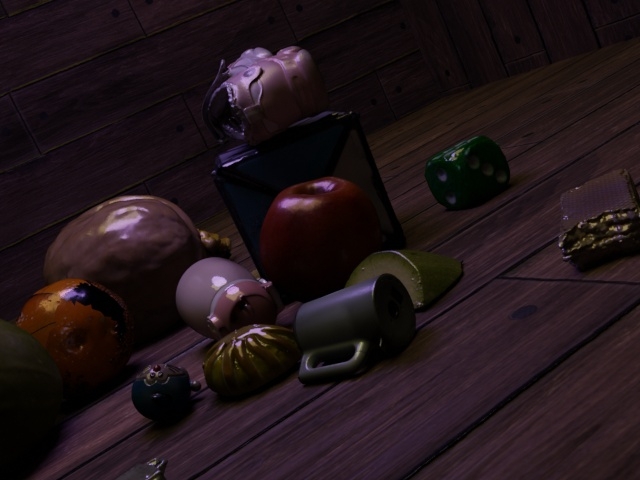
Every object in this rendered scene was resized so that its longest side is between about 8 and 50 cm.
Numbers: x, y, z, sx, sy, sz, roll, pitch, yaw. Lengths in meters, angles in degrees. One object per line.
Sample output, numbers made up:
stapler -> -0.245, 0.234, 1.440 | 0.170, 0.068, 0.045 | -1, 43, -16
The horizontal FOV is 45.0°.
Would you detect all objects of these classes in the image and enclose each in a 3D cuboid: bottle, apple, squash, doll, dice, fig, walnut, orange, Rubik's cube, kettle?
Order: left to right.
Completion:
fig -> -0.570, 0.264, 1.279 | 0.316, 0.316, 0.316 | -24, 11, 5
orange -> -0.478, 0.189, 1.503 | 0.234, 0.234, 0.182 | -28, 11, -13
walnut -> -0.442, 0.066, 1.780 | 0.381, 0.381, 0.381 | -24, 11, 5
doll -> -0.239, 0.226, 1.178 | 0.114, 0.085, 0.152 | -6, 0, -1
bottle -> -0.157, 0.117, 1.373 | 0.147, 0.147, 0.236 | -29, 19, -20
Rubik's cube -> -0.035, -0.079, 1.603 | 0.305, 0.307, 0.310 | -24, 11, -5
apple -> 0.000, 0.000, 1.357 | 0.218, 0.201, 0.218 | -9, 22, 4
kettle -> 0.044, 0.123, 1.050 | 0.148, 0.126, 0.098 | -21, -21, 34
squash -> 0.126, 0.042, 1.221 | 0.192, 0.085, 0.184 | -12, 17, 44
dice -> 0.304, -0.142, 1.608 | 0.128, 0.120, 0.131 | -31, 11, -25

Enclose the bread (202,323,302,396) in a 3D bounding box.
bread -> -0.112, 0.183, 1.128 | 0.157, 0.083, 0.094 | -17, 25, 31

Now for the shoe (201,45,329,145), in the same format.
shoe -> -0.149, -0.279, 1.526 | 0.198, 0.172, 0.351 | -32, 15, -25

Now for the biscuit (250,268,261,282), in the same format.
biscuit -> -0.135, 0.075, 1.836 | 0.231, 0.016, 0.139 | -30, 11, -22

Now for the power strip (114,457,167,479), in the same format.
power strip -> -0.269, 0.330, 0.823 | 0.272, 0.052, 0.078 | -31, 12, -33

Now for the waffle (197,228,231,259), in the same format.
waffle -> -0.446, 0.051, 2.140 | 0.382, 0.095, 0.379 | -17, -7, 9

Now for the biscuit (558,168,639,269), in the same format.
biscuit -> 0.386, -0.033, 1.063 | 0.108, 0.062, 0.239 | -23, 10, 23
